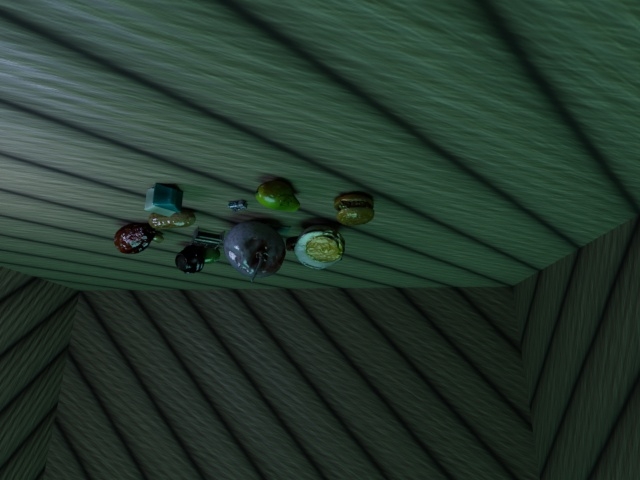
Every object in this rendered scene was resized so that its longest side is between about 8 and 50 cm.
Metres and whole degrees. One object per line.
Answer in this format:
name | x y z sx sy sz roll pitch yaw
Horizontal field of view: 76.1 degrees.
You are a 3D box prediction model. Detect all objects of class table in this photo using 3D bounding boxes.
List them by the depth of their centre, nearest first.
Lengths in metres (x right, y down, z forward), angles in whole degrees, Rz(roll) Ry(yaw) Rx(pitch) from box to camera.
table | -0.635 -0.013 2.289 0.146 0.062 0.175 11 158 -28

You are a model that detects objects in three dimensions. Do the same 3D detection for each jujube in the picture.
jujube | -0.973 -0.014 2.155 0.237 0.167 0.168 -17 156 27

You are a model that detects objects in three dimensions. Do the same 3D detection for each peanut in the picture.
peanut | -0.714 -0.104 1.973 0.226 0.095 0.108 -4 177 3

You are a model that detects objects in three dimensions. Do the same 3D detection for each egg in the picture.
egg | -0.005 0.001 2.175 0.265 0.174 0.286 0 138 0

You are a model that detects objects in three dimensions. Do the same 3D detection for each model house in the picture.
model house | -0.656 -0.175 1.737 0.149 0.100 0.127 -14 158 42

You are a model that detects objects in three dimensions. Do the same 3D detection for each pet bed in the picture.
pet bed | -0.116 0.030 2.427 0.202 0.053 0.201 1 167 0

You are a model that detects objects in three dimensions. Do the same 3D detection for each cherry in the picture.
cherry | -0.356 0.042 2.096 0.335 0.291 0.326 20 173 30

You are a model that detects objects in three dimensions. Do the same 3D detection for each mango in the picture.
mango | -0.167 -0.181 1.698 0.126 0.111 0.233 -9 161 39

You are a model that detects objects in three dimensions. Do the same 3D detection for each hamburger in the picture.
hamburger | 0.149 -0.131 1.836 0.182 0.117 0.191 9 164 -16

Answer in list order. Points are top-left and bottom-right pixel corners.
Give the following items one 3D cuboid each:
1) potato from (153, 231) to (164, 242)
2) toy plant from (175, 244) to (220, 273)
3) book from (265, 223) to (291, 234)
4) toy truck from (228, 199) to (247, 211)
potato | -0.917 -0.016 2.288 0.068 0.062 0.083 22 152 37
toy plant | -0.758 0.106 2.521 0.218 0.175 0.235 -5 -170 37
book | -0.236 -0.061 2.206 0.135 0.017 0.103 6 159 -16
toy truck | -0.379 -0.161 1.875 0.084 0.039 0.044 -7 147 25
